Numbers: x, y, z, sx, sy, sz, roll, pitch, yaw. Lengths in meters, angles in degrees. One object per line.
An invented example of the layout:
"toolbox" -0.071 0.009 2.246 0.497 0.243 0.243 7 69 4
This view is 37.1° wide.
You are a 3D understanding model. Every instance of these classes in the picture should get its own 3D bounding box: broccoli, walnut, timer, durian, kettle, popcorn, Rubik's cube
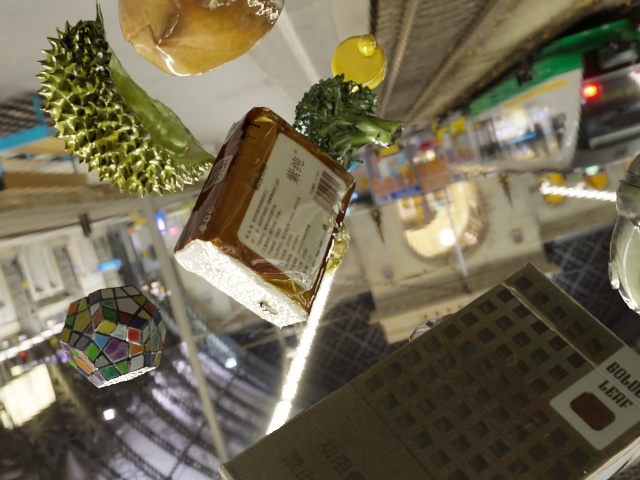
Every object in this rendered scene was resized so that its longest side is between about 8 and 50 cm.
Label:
"broccoli" 0.037 -0.158 1.356 0.160 0.155 0.167 14 -165 17
"walnut" -0.151 -0.318 1.218 0.203 0.203 0.298 -15 -150 22
"timer" 0.073 -0.333 1.781 0.107 0.107 0.109 -16 177 8
"durian" -0.323 -0.197 1.554 0.158 0.352 0.169 -17 -141 33
"kettle" 0.610 -0.008 1.506 0.324 0.321 0.228 17 -167 -7
"popcorn" 0.000 0.001 1.514 0.096 0.109 0.089 -21 161 11
"Rubik's cube" -0.216 0.099 0.995 0.111 0.111 0.093 -21 149 -53

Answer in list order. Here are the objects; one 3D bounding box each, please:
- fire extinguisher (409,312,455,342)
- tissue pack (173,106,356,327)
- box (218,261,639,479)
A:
"fire extinguisher" 0.195 0.159 1.481 0.104 0.105 0.269 -16 174 -4
"tissue pack" -0.063 -0.030 1.188 0.092 0.183 0.226 -24 -143 49
"box" 0.105 0.159 0.741 0.324 0.047 0.180 -30 -127 -20
